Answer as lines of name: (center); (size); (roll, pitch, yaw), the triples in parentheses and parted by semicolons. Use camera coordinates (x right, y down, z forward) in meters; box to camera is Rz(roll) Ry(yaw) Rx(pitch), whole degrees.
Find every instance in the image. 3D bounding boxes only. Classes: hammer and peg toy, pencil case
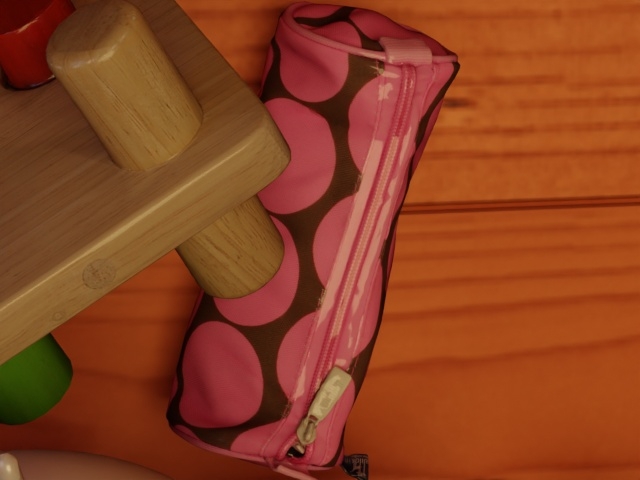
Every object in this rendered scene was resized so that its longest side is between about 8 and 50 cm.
hammer and peg toy: (-0.120, -0.057, 0.749); (0.361, 0.266, 0.127); (-35, 129, -5)
pencil case: (0.000, 0.000, 0.856); (0.095, 0.098, 0.209); (12, 98, -15)

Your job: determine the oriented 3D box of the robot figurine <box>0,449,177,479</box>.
robot figurine: (-0.117, 0.213, 0.669); (0.300, 0.200, 0.353); (17, 126, -22)
